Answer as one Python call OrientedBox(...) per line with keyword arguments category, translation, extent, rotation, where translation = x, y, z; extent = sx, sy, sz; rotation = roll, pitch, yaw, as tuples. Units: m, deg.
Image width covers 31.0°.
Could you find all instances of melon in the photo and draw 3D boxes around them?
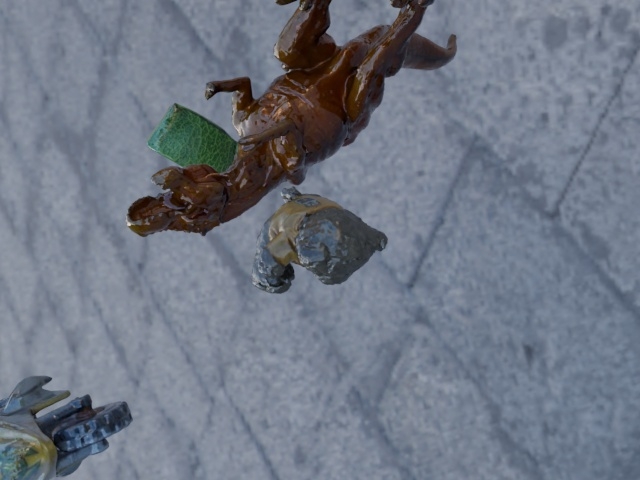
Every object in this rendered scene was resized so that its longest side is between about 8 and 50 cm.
OrientedBox(category="melon", translation=(-0.141, -0.111, 1.361), extent=(0.064, 0.118, 0.209), rotation=(-62, 8, 2))

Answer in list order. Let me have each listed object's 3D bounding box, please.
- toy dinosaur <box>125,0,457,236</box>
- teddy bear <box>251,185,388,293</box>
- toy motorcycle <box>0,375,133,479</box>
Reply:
OrientedBox(category="toy dinosaur", translation=(0.026, -0.140, 0.919), extent=(0.097, 0.432, 0.208), rotation=(43, 143, 19))
OrientedBox(category="teddy bear", translation=(0.000, 0.000, 1.551), extent=(0.190, 0.177, 0.140), rotation=(16, 116, 59))
OrientedBox(category="toy motorcycle", translation=(-0.268, 0.177, 0.958), extent=(0.229, 0.130, 0.094), rotation=(-19, 97, 31))
